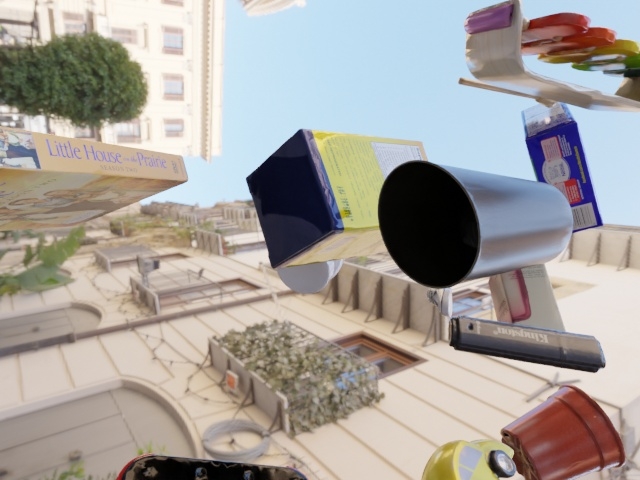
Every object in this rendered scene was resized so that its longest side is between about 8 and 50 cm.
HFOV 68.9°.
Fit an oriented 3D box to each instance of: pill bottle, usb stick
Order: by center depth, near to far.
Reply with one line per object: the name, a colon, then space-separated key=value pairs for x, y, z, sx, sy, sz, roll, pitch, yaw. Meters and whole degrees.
usb stick: x=0.383 y=0.193 z=0.876 sx=0.045 sy=0.278 sz=0.077 roll=91 pitch=9 yaw=-49
pill bottle: x=-0.006 y=0.012 z=1.220 sx=0.161 sy=0.283 sz=0.161 roll=7 pitch=-65 yaw=15

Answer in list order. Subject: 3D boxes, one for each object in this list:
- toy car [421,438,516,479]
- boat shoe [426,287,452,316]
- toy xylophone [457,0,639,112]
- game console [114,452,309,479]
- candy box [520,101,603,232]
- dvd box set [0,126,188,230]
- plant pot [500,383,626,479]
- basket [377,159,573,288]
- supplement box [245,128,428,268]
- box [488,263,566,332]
toy car: x=0.050 y=0.230 z=0.318 sx=0.053 sy=0.239 sz=0.225 roll=44 pitch=-86 yaw=18
boat shoe: x=0.422 y=0.192 z=1.657 sx=0.088 sy=0.267 sz=0.096 roll=-2 pitch=-70 yaw=16
toy xylophone: x=0.336 y=-0.243 z=0.657 sx=0.236 sy=0.322 sz=0.081 roll=-141 pitch=-120 yaw=-62
game console: x=-0.164 y=0.527 z=0.771 sx=0.060 sy=0.386 sz=0.342 roll=-64 pitch=-157 yaw=26
candy box: x=0.611 y=-0.200 z=1.202 sx=0.122 sy=0.317 sz=0.268 roll=-15 pitch=-71 yaw=28
dvd box set: x=-0.457 y=-0.081 z=0.747 sx=0.307 sy=0.420 sz=0.062 roll=-18 pitch=-91 yaw=17
plant pot: x=0.739 y=0.635 z=1.471 sx=0.272 sy=0.265 sz=0.272 roll=158 pitch=-90 yaw=-83
basket: x=0.229 y=-0.024 z=0.657 sx=0.204 sy=0.226 sz=0.154 roll=49 pitch=-48 yaw=51
supplement box: x=0.065 y=-0.080 z=0.944 sx=0.195 sy=0.356 sz=0.194 roll=-31 pitch=-108 yaw=45
box: x=0.557 y=0.181 z=1.276 sx=0.149 sy=0.126 sz=0.232 roll=76 pitch=11 yaw=-59
